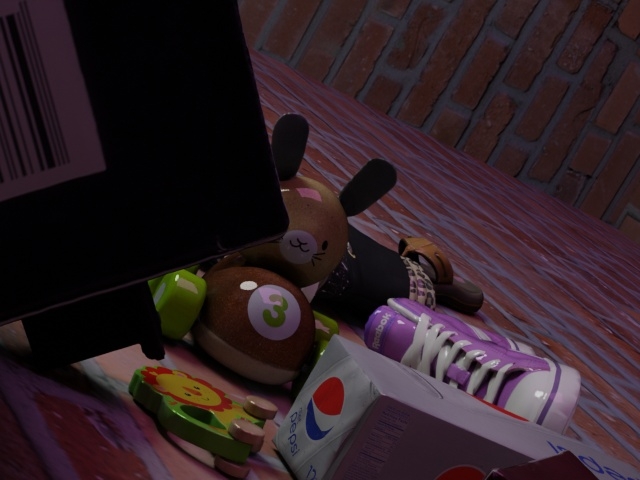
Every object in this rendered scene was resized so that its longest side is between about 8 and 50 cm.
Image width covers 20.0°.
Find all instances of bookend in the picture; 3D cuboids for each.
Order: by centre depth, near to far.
[{"bbox_3d":[-0.194,0.015,1.133,0.072,0.156,0.157,-114,-173,-73],"label":"bookend"}]

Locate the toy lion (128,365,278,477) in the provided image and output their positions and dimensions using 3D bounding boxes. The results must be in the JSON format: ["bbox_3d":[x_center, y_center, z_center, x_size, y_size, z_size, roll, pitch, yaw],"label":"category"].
[{"bbox_3d":[-0.080,0.110,1.173,0.096,0.034,0.100,23,10,1],"label":"toy lion"}]

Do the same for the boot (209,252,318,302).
[{"bbox_3d":[-0.079,0.008,1.598,0.086,0.069,0.190,14,9,-34],"label":"boot"}]

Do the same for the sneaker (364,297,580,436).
[{"bbox_3d":[0.112,0.116,1.517,0.161,0.102,0.282,25,0,-9],"label":"sneaker"}]

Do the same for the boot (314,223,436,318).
[{"bbox_3d":[-0.001,0.002,1.771,0.179,0.085,0.236,25,17,-37],"label":"boot"}]

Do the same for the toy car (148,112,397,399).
[{"bbox_3d":[-0.024,0.006,1.377,0.155,0.188,0.149,27,10,-14],"label":"toy car"}]

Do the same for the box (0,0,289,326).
[{"bbox_3d":[-0.225,-0.116,0.967,0.294,0.212,0.395,-18,26,-11],"label":"box"}]

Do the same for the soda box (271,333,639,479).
[{"bbox_3d":[0.115,0.168,1.250,0.286,0.091,0.098,25,11,-27],"label":"soda box"}]

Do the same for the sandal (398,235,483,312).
[{"bbox_3d":[0.120,0.030,2.030,0.219,0.060,0.090,19,15,-47],"label":"sandal"}]

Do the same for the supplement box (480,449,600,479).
[{"bbox_3d":[0.165,0.213,0.884,0.239,0.073,0.130,46,16,19],"label":"supplement box"}]
